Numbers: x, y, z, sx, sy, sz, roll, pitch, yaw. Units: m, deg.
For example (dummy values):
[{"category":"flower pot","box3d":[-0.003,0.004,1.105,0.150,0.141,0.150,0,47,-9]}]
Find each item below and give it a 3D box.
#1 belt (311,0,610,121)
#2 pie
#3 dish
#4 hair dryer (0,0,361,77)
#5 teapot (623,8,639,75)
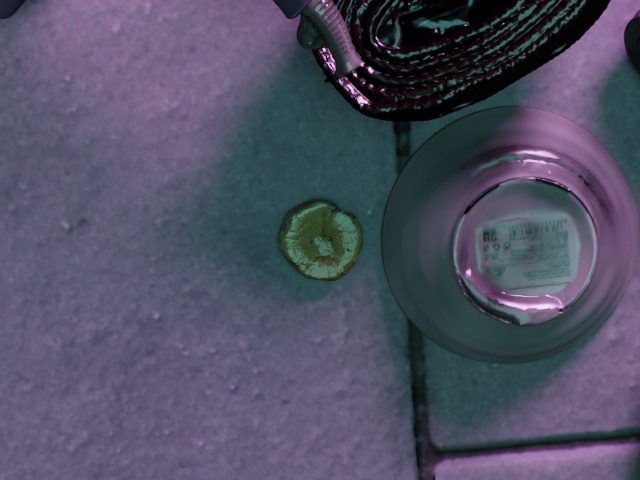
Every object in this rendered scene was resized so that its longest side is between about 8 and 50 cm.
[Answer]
[{"category":"belt","box3d":[0.134,-0.222,1.728,0.289,0.164,0.184,-25,85,11]},{"category":"pie","box3d":[0.000,0.000,1.821,0.084,0.020,0.084,-1,98,-5]},{"category":"dish","box3d":[0.193,0.004,1.811,0.260,0.085,0.260,-1,101,-6]},{"category":"hair dryer","box3d":[-0.119,-0.246,1.629,0.361,0.121,0.301,36,121,-9]},{"category":"teapot","box3d":[0.377,-0.189,1.781,0.149,0.111,0.108,38,67,19]}]
